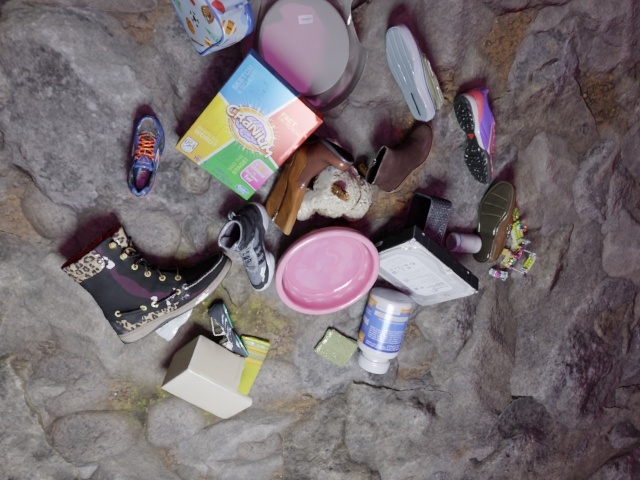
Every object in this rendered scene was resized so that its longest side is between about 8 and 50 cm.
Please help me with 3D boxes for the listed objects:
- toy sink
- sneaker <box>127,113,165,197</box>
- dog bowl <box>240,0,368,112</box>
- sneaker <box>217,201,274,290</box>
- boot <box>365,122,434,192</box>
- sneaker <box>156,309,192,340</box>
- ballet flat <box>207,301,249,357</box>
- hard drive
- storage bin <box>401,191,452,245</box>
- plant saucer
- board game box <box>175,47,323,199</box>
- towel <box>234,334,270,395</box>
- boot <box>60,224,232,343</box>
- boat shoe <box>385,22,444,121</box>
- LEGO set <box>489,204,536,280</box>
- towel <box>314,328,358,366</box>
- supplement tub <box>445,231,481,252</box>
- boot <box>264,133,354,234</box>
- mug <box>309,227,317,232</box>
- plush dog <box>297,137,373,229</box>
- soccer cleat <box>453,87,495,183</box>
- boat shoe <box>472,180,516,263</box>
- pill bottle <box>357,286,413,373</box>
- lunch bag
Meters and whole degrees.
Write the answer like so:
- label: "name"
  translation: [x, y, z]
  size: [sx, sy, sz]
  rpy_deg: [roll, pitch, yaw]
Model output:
- label: "toy sink"
  translation: [-0.326, 0.414, 1.282]
  size: [0.234, 0.131, 0.152]
  rpy_deg: [38, 124, -23]
- label: "sneaker"
  translation: [-0.450, -0.213, 1.092]
  size: [0.083, 0.087, 0.221]
  rpy_deg: [5, 105, -22]
- label: "dog bowl"
  translation: [-0.049, -0.519, 1.134]
  size: [0.348, 0.102, 0.349]
  rpy_deg: [-6, 108, -19]
- label: "sneaker"
  translation: [-0.217, 0.031, 1.210]
  size: [0.153, 0.101, 0.269]
  rpy_deg: [-27, 117, -58]
- label: "boot"
  translation: [0.245, -0.260, 1.280]
  size: [0.207, 0.090, 0.249]
  rpy_deg: [5, 116, -59]
- label: "sneaker"
  translation: [-0.433, 0.228, 1.255]
  size: [0.061, 0.053, 0.152]
  rpy_deg: [38, 92, -23]
- label: "ballet flat"
  translation: [-0.293, 0.289, 1.314]
  size: [0.074, 0.074, 0.203]
  rpy_deg: [-25, 105, -11]
- label: "hard drive"
  translation: [0.328, 0.098, 1.400]
  size: [0.339, 0.237, 0.064]
  rpy_deg: [36, 52, -27]
- label: "storage bin"
  translation: [0.352, -0.060, 1.410]
  size: [0.084, 0.122, 0.180]
  rpy_deg: [7, 104, -22]
- label: "plant saucer"
  translation: [0.018, 0.087, 1.317]
  size: [0.332, 0.084, 0.332]
  rpy_deg: [-8, 127, -11]
- label: "board game box"
  translation: [-0.187, -0.290, 1.108]
  size: [0.242, 0.064, 0.316]
  rpy_deg: [36, 117, -25]
- label: "towel"
  translation: [-0.257, 0.427, 1.401]
  size: [0.102, 0.021, 0.237]
  rpy_deg: [22, 99, -19]
- label: "boot"
  translation: [-0.466, 0.080, 1.155]
  size: [0.377, 0.138, 0.284]
  rpy_deg: [-33, 115, -1]
- label: "boat shoe"
  translation: [0.286, -0.508, 1.271]
  size: [0.094, 0.109, 0.302]
  rpy_deg: [-44, 126, -20]
- label: "LEGO set"
  translation: [0.743, 0.017, 1.584]
  size: [0.132, 0.107, 0.287]
  rpy_deg: [4, 105, -21]
- label: "towel"
  translation: [0.057, 0.379, 1.494]
  size: [0.148, 0.027, 0.110]
  rpy_deg: [33, 94, -26]
- label: "supplement tub"
  translation: [0.514, 0.009, 1.519]
  size: [0.107, 0.071, 0.071]
  rpy_deg: [5, 105, -22]
- label: "boot"
  translation: [-0.049, -0.148, 1.152]
  size: [0.096, 0.264, 0.281]
  rpy_deg: [15, 105, -46]
- label: "mug"
  translation: [0.003, 0.002, 1.348]
  size: [0.064, 0.078, 0.062]
  rpy_deg: [-51, 148, 10]
- label: "plush dog"
  translation: [0.073, -0.144, 1.264]
  size: [0.225, 0.210, 0.263]
  rpy_deg: [15, 101, -47]
- label: "soccer cleat"
  translation: [0.539, -0.344, 1.403]
  size: [0.116, 0.108, 0.318]
  rpy_deg: [-28, 111, -14]
- label: "boat shoe"
  translation: [0.638, -0.066, 1.531]
  size: [0.104, 0.110, 0.307]
  rpy_deg: [-3, 115, -36]
- label: "pill bottle"
  translation: [0.213, 0.312, 1.461]
  size: [0.152, 0.152, 0.272]
  rpy_deg: [9, 103, -22]
- label: "lunch bag"
  translation: [-0.285, -0.591, 0.956]
  size: [0.115, 0.243, 0.303]
  rpy_deg: [-35, 117, -21]
